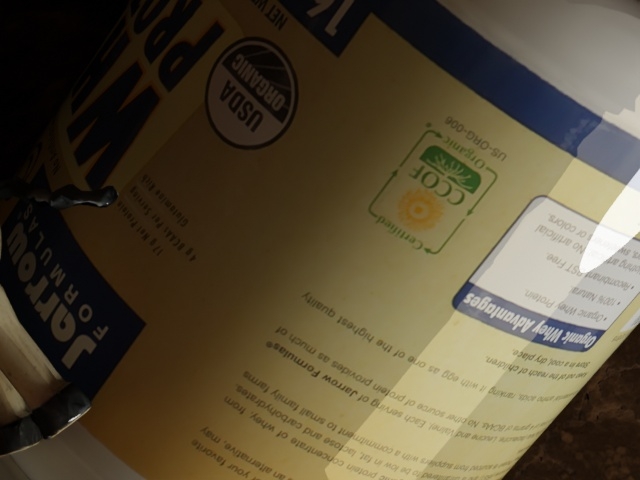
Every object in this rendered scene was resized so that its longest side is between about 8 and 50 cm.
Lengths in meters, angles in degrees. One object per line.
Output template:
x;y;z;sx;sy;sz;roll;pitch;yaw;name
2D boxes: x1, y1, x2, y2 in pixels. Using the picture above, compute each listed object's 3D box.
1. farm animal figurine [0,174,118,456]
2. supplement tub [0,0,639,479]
-0.266;0.066;0.436;0.327;0.172;0.330;-29;-179;31;farm animal figurine
0.000;0.000;0.600;0.316;0.228;0.228;-53;162;21;supplement tub
